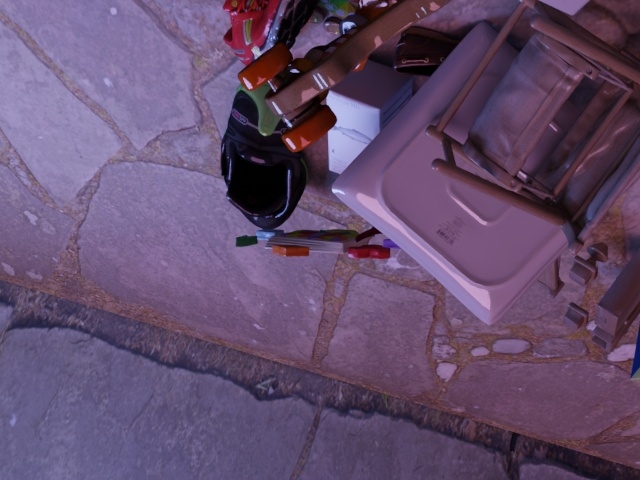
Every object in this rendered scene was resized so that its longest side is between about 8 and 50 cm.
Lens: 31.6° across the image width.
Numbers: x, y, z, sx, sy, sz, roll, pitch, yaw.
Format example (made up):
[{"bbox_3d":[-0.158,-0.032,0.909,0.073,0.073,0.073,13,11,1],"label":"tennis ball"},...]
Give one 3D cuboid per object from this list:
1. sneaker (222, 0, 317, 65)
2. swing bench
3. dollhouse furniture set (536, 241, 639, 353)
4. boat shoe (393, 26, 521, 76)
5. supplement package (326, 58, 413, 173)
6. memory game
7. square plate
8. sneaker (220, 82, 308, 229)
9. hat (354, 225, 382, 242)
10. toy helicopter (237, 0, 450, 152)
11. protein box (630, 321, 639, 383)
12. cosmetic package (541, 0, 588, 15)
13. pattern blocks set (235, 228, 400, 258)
[{"bbox_3d":[-0.092,-0.338,1.712,0.118,0.107,0.279,41,156,-2],"label":"sneaker"},{"bbox_3d":[0.320,-0.163,1.561,0.255,0.165,0.253,29,113,-11],"label":"swing bench"},{"bbox_3d":[0.476,0.016,2.226,0.356,0.174,0.303,34,165,23],"label":"dollhouse furniture set"},{"bbox_3d":[0.213,-0.264,1.717,0.207,0.073,0.073,11,157,9],"label":"boat shoe"},{"bbox_3d":[0.080,-0.191,1.846,0.105,0.105,0.179,25,142,24],"label":"supplement package"},{"bbox_3d":[0.039,-0.356,1.699,0.186,0.012,0.186,14,157,6],"label":"memory game"},{"bbox_3d":[0.254,-0.089,1.707,0.347,0.344,0.049,40,-168,-11],"label":"square plate"},{"bbox_3d":[-0.122,-0.126,2.105,0.185,0.202,0.483,15,159,5],"label":"sneaker"},{"bbox_3d":[0.158,-0.015,2.196,0.209,0.183,0.173,21,157,-10],"label":"hat"},{"bbox_3d":[0.066,-0.286,1.612,0.355,0.235,0.140,-29,104,33],"label":"toy helicopter"},{"bbox_3d":[0.766,0.221,2.307,0.201,0.199,0.136,25,157,-22],"label":"protein box"},{"bbox_3d":[0.257,-0.399,1.274,0.225,0.138,0.224,23,157,-11],"label":"cosmetic package"},{"bbox_3d":[0.000,0.000,2.211,0.325,0.026,0.285,2,-172,15],"label":"pattern blocks set"}]
